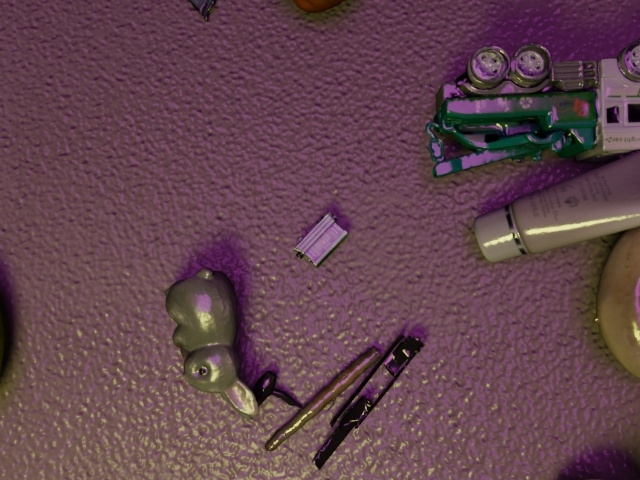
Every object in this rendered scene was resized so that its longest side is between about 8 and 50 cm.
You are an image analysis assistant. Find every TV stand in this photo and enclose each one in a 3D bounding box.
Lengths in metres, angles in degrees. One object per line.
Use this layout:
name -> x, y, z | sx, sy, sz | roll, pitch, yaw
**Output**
TV stand -> 0.071, 0.248, 0.905 | 0.042, 0.036, 0.249 | 39, 84, 6

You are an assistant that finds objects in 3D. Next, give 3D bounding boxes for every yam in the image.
yam -> 0.005, 0.252, 0.912 | 0.234, 0.027, 0.029 | -41, 86, -4

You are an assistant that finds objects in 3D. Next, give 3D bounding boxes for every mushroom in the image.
mushroom -> 0.538, 0.091, 0.777 | 0.293, 0.290, 0.292 | 1, 95, 14

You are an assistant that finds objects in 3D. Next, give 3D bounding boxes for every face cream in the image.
face cream -> 0.387, -0.051, 0.856 | 0.315, 0.089, 0.143 | -22, 41, 27

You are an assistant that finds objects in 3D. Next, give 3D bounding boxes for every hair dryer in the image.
hair dryer -> -0.072, 0.256, 0.917 | 0.083, 0.031, 0.078 | 29, 93, -2

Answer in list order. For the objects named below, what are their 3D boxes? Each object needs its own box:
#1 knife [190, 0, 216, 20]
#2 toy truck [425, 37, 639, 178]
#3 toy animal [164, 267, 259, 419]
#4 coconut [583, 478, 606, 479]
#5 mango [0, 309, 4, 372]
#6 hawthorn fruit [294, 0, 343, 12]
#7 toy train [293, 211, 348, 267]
knife -> -0.284, -0.517, 1.052 | 0.044, 0.026, 0.296 | -42, 82, 7
toy truck -> 0.346, -0.203, 0.913 | 0.364, 0.176, 0.177 | -5, 89, 2
toy animal -> -0.167, 0.160, 0.879 | 0.108, 0.138, 0.236 | -7, 68, -27
coconut -> 0.391, 0.415, 0.812 | 0.147, 0.153, 0.146 | 6, 108, 20
mango -> -0.583, 0.153, 0.897 | 0.176, 0.143, 0.292 | -14, 70, 6
hawthorn fruit -> 0.002, -0.483, 0.964 | 0.190, 0.189, 0.189 | 0, 81, 2
toy train -> 0.000, 0.000, 0.950 | 0.056, 0.038, 0.093 | 44, 84, 2
